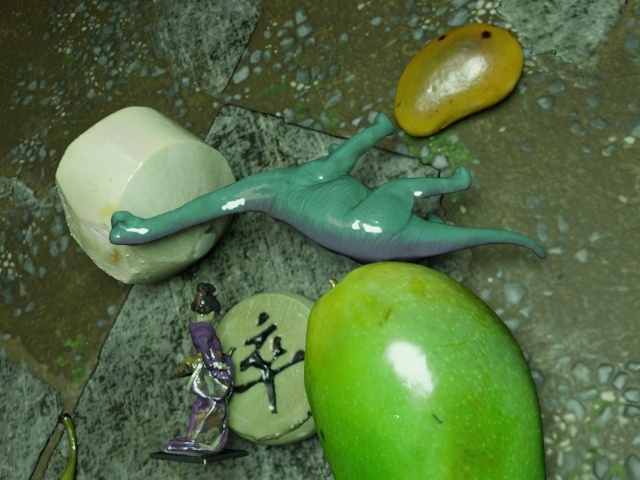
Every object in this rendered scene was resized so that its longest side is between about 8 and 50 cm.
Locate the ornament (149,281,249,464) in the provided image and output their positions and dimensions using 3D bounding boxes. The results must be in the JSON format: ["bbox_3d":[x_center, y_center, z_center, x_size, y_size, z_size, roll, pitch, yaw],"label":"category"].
[{"bbox_3d":[-0.127,0.152,0.726,0.088,0.081,0.203,-7,69,25],"label":"ornament"}]

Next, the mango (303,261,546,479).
[{"bbox_3d":[0.115,0.199,0.625,0.225,0.201,0.382,-24,77,11],"label":"mango"}]

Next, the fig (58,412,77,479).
[{"bbox_3d":[-0.363,0.348,0.839,0.124,0.124,0.236,-12,44,18],"label":"fig"}]

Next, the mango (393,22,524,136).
[{"bbox_3d":[0.173,-0.211,0.812,0.178,0.090,0.115,-25,72,21],"label":"mango"}]

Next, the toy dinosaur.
[{"bbox_3d":[0.000,0.000,0.696,0.383,0.129,0.330,35,54,29],"label":"toy dinosaur"}]

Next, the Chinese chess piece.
[{"bbox_3d":[-0.054,0.156,0.777,0.188,0.083,0.189,-7,73,23],"label":"Chinese chess piece"}]

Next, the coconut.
[{"bbox_3d":[-0.226,-0.055,0.837,0.241,0.241,0.241,-7,70,19],"label":"coconut"}]
